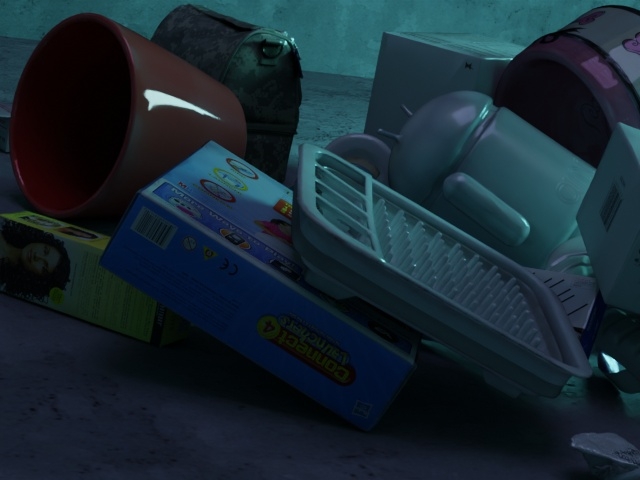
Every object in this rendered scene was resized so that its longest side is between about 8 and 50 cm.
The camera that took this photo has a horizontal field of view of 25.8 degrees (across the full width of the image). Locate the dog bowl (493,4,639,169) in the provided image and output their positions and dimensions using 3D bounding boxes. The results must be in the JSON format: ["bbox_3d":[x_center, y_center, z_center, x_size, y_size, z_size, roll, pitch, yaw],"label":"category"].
[{"bbox_3d":[0.408,-0.137,2.092,0.150,0.408,0.408,-16,25,-24],"label":"dog bowl"}]

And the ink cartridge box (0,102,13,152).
[{"bbox_3d":[-0.474,-0.180,2.245,0.180,0.060,0.104,0,18,-38],"label":"ink cartridge box"}]

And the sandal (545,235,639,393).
[{"bbox_3d":[0.382,0.127,1.597,0.169,0.102,0.416,-10,33,-18],"label":"sandal"}]

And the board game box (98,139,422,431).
[{"bbox_3d":[-0.040,0.034,1.444,0.308,0.086,0.302,32,15,0],"label":"board game box"}]

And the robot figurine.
[{"bbox_3d":[0.240,-0.070,1.914,0.353,0.199,0.300,34,15,3],"label":"robot figurine"}]

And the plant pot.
[{"bbox_3d":[-0.253,-0.149,1.924,0.275,0.275,0.243,23,8,41],"label":"plant pot"}]

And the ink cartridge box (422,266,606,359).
[{"bbox_3d":[0.211,0.078,1.584,0.207,0.097,0.046,8,-31,29],"label":"ink cartridge box"}]

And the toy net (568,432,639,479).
[{"bbox_3d":[0.340,0.225,1.274,0.232,0.045,0.122,9,16,2],"label":"toy net"}]

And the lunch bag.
[{"bbox_3d":[-0.171,-0.253,2.349,0.213,0.256,0.305,0,18,-35],"label":"lunch bag"}]

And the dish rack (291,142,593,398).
[{"bbox_3d":[0.104,0.038,1.414,0.333,0.072,0.285,29,15,-10],"label":"dish rack"}]

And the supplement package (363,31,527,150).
[{"bbox_3d":[0.237,-0.228,2.304,0.198,0.199,0.263,22,19,35],"label":"supplement package"}]

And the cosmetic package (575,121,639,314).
[{"bbox_3d":[0.425,-0.002,1.560,0.225,0.138,0.224,17,25,-6],"label":"cosmetic package"}]

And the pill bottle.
[{"bbox_3d":[0.050,-0.091,2.084,0.121,0.121,0.216,10,-2,-1],"label":"pill bottle"}]

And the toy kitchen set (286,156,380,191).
[{"bbox_3d":[0.000,0.000,1.880,0.207,0.166,0.122,-24,7,14],"label":"toy kitchen set"}]

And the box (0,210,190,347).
[{"bbox_3d":[-0.246,0.038,1.498,0.232,0.087,0.058,15,12,23],"label":"box"}]
